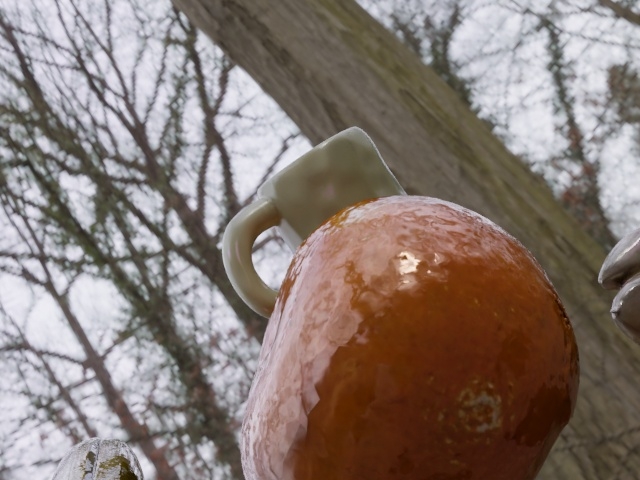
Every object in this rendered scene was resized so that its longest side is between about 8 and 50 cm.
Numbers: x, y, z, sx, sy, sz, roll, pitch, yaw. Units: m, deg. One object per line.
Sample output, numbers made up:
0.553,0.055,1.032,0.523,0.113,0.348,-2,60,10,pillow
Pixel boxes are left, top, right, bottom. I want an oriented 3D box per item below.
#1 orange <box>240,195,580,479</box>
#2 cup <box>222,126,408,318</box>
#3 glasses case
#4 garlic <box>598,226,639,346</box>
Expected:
0.095,0.157,1.251,0.326,0.424,0.424,17,-59,-6,orange
0.013,-0.009,1.491,0.173,0.202,0.255,-35,-3,42,cup
-0.151,0.181,0.791,0.064,0.234,0.079,-2,-91,-9,glasses case
0.520,0.071,1.485,0.325,0.279,0.132,-34,-44,-24,garlic
